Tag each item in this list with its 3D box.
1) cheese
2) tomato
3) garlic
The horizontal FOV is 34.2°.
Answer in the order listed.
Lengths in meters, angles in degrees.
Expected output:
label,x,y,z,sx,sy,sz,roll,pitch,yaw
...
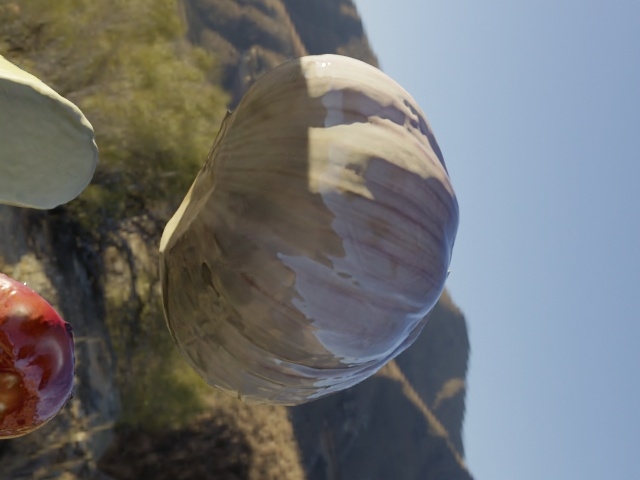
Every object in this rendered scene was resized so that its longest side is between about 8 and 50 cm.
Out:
label,x,y,z,sx,sy,sz,roll,pitch,yaw
cheese,-0.237,-0.082,0.745,0.167,0.123,0.093,32,-83,58
tomato,-0.377,0.129,1.113,0.101,0.228,0.228,-62,148,-57
garlic,0.000,0.000,0.940,0.317,0.259,0.317,-48,-156,30
